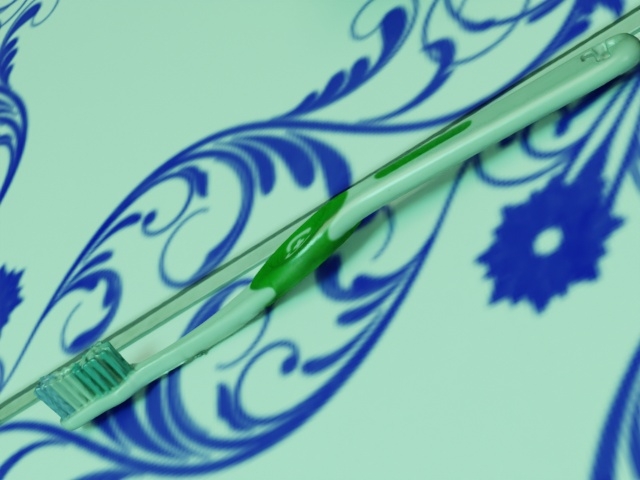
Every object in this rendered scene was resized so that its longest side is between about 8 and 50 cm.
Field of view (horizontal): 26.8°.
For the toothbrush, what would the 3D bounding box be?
[{"bbox_3d":[0.001,0.001,0.561,0.304,0.030,0.030,-31,40,18],"label":"toothbrush"}]
